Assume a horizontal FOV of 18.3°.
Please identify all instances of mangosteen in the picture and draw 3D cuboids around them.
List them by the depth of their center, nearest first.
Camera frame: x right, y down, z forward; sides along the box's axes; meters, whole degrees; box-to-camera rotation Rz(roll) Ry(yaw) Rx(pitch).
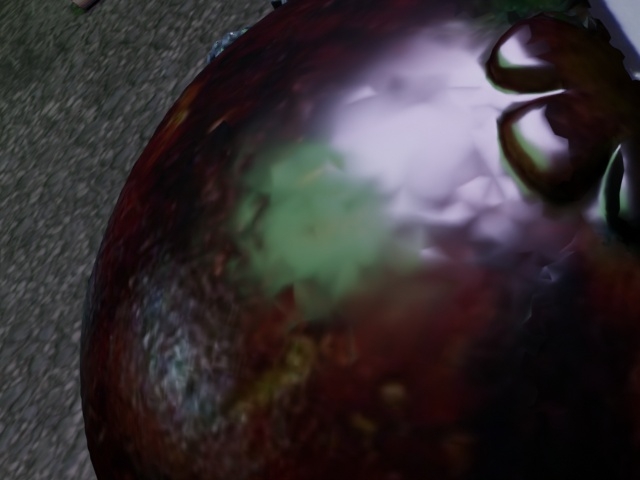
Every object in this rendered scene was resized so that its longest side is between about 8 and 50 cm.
[{"bbox_3d":[0.062,0.045,0.661,0.311,0.311,0.311,-34,29,22],"label":"mangosteen"}]

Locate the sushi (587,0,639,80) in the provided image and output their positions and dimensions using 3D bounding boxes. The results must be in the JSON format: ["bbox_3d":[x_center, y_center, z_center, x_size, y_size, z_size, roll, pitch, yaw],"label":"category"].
[{"bbox_3d":[0.183,-0.116,0.650,0.359,0.343,0.064,-113,31,-45],"label":"sushi"}]

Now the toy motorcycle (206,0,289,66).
[{"bbox_3d":[0.037,-0.124,1.130,0.229,0.130,0.094,-39,45,44],"label":"toy motorcycle"}]

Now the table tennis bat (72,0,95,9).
[{"bbox_3d":[-0.121,-0.264,1.641,0.220,0.019,0.130,-36,28,14],"label":"table tennis bat"}]
